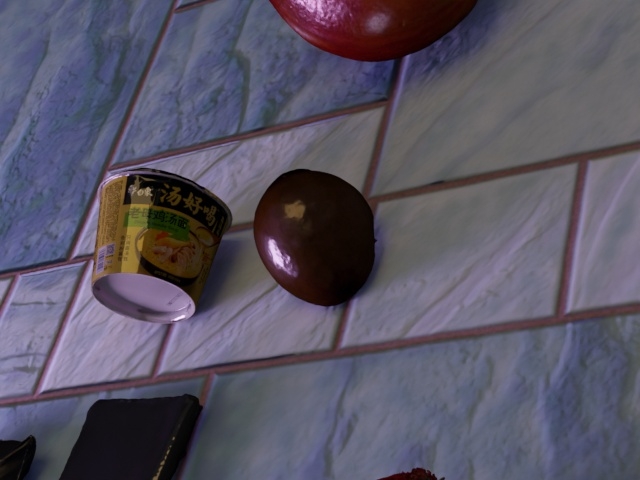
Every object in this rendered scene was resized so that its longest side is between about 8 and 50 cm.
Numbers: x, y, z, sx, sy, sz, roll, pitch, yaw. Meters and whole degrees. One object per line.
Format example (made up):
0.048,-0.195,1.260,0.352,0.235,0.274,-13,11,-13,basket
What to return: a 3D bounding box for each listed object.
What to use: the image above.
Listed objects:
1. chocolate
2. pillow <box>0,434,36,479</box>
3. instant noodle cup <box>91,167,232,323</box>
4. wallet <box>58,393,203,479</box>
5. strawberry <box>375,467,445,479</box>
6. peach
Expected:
0.000,0.000,1.557,0.133,0.127,0.124,44,114,40,chocolate
-0.359,0.246,1.613,0.150,0.048,0.090,-6,39,40,pillow
-0.180,0.012,1.646,0.151,0.151,0.122,-7,56,33,instant noodle cup
-0.221,0.274,1.491,0.146,0.030,0.285,-2,51,33,wallet
0.069,0.240,1.253,0.106,0.106,0.106,-22,40,19,strawberry
0.049,-0.322,1.727,0.274,0.248,0.245,-8,86,24,peach
